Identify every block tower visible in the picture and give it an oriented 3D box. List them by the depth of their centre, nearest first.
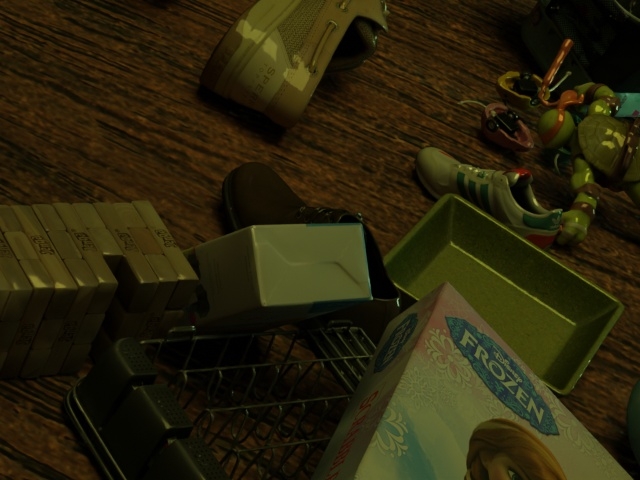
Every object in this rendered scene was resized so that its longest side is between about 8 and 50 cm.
[{"bbox_3d":[-0.252,0.036,1.274,0.335,0.091,0.097,-1,41,-38],"label":"block tower"}]

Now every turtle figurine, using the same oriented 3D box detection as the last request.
[{"bbox_3d":[0.295,-0.084,1.836,0.217,0.087,0.269,28,44,-11],"label":"turtle figurine"}]

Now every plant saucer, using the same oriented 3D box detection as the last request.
[{"bbox_3d":[0.147,0.056,1.596,0.188,0.045,0.188,34,32,9],"label":"plant saucer"}]

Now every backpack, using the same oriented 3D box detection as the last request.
[{"bbox_3d":[0.332,-0.260,2.052,0.225,0.191,0.253,-1,53,-39],"label":"backpack"}]

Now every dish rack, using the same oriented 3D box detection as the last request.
[{"bbox_3d":[-0.019,0.144,1.320,0.271,0.074,0.208,-2,44,-42],"label":"dish rack"}]

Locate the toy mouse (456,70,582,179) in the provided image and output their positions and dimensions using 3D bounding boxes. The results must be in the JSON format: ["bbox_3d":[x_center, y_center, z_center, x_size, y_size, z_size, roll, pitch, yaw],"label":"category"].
[{"bbox_3d":[0.213,-0.109,1.894,0.161,0.031,0.143,-2,54,-32],"label":"toy mouse"}]

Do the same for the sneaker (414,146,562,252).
[{"bbox_3d":[0.159,-0.049,1.727,0.161,0.075,0.057,45,35,25],"label":"sneaker"}]

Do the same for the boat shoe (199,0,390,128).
[{"bbox_3d":[0.005,-0.208,1.813,0.110,0.122,0.341,35,42,4],"label":"boat shoe"}]

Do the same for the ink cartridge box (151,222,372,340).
[{"bbox_3d":[-0.060,0.035,1.397,0.104,0.181,0.062,-1,79,-39],"label":"ink cartridge box"}]

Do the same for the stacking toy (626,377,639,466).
[{"bbox_3d":[0.396,0.218,1.544,0.309,0.130,0.280,6,64,-27],"label":"stacking toy"}]

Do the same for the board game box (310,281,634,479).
[{"bbox_3d":[0.132,0.224,1.224,0.319,0.066,0.318,46,30,-10],"label":"board game box"}]

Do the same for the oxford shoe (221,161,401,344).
[{"bbox_3d":[0.000,0.000,1.518,0.082,0.096,0.227,-7,44,-41],"label":"oxford shoe"}]
